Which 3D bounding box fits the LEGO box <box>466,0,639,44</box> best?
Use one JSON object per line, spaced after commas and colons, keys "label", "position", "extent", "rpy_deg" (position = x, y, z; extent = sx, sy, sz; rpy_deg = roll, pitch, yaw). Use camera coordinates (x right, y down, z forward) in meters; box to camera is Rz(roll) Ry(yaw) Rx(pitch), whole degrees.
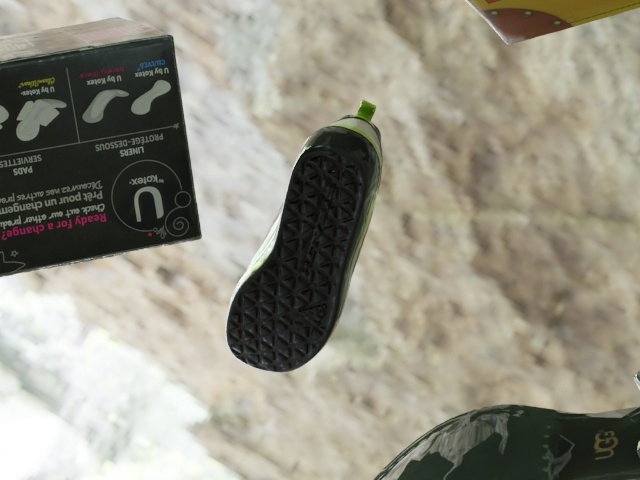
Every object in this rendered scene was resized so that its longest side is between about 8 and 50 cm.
{"label": "LEGO box", "position": [0.096, -0.424, 1.194], "extent": [0.193, 0.373, 0.500], "rpy_deg": [-14, -29, 29]}

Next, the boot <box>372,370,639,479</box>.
{"label": "boot", "position": [0.158, 0.182, 0.832], "extent": [0.263, 0.091, 0.229], "rpy_deg": [-19, -69, 27]}

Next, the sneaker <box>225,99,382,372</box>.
{"label": "sneaker", "position": [0.000, 0.000, 1.366], "extent": [0.084, 0.235, 0.097], "rpy_deg": [27, 29, 2]}

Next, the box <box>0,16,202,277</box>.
{"label": "box", "position": [-0.190, -0.070, 1.233], "extent": [0.247, 0.163, 0.142], "rpy_deg": [-147, -133, -73]}
